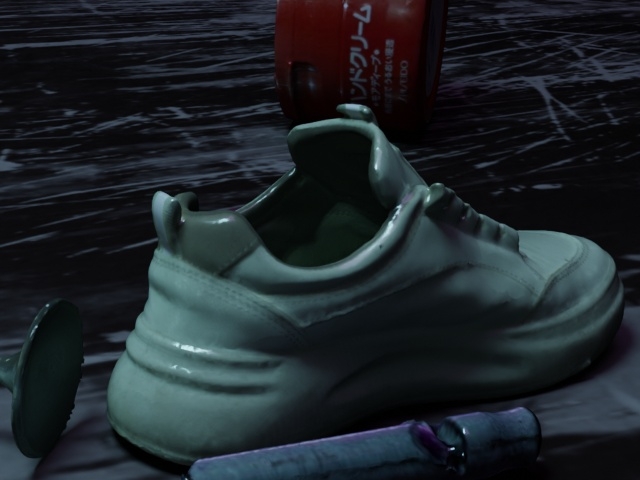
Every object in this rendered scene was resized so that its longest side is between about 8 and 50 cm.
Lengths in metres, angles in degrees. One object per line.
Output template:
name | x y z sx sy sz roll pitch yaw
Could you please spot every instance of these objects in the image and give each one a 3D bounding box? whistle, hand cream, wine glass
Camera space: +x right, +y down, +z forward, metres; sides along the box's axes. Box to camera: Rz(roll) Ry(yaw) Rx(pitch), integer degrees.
whistle | 0.020 0.101 0.630 0.176 0.033 0.033 -7 23 -23
hand cream | 0.039 -0.188 1.187 0.125 0.193 0.193 5 21 11
wine glass | -0.217 0.051 0.670 0.195 0.079 0.079 8 21 11

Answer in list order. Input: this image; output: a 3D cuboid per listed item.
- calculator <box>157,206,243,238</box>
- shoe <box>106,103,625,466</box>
calculator | 0.000 0.000 0.903 0.190 0.034 0.126 -13 26 -24
shoe | 0.034 0.002 0.725 0.316 0.159 0.124 -16 26 -35
